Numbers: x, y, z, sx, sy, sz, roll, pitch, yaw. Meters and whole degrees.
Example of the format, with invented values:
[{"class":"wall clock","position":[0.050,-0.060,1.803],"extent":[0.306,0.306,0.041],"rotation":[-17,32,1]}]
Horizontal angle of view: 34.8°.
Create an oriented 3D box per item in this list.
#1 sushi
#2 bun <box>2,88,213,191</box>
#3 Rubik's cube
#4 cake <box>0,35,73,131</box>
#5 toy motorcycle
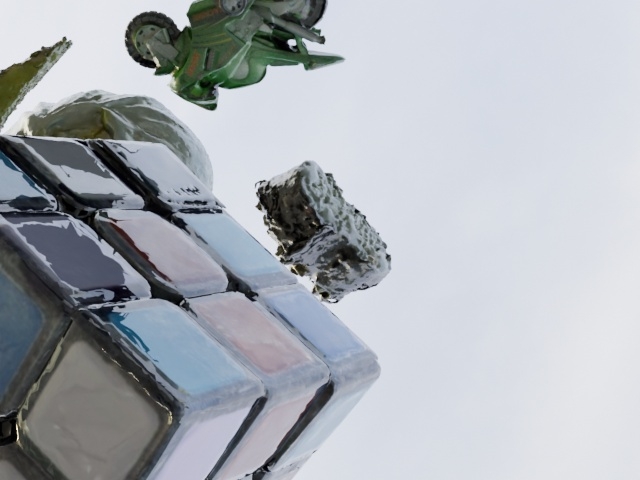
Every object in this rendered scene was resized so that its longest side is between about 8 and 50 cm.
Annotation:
[{"class":"sushi","position":[0.000,0.000,1.410],"extent":[0.115,0.212,0.147],"rotation":[-32,-151,20]},{"class":"bun","position":[-0.334,-0.078,1.469],"extent":[0.361,0.211,0.362],"rotation":[-7,-124,10]},{"class":"Rubik's cube","position":[-0.222,0.142,0.895],"extent":[0.363,0.358,0.362],"rotation":[44,-72,20]},{"class":"cake","position":[-0.310,-0.166,1.034],"extent":[0.055,0.051,0.140],"rotation":[40,-118,-13]},{"class":"toy motorcycle","position":[-0.079,-0.178,0.929],"extent":[0.190,0.074,0.106],"rotation":[-16,-71,3]}]
